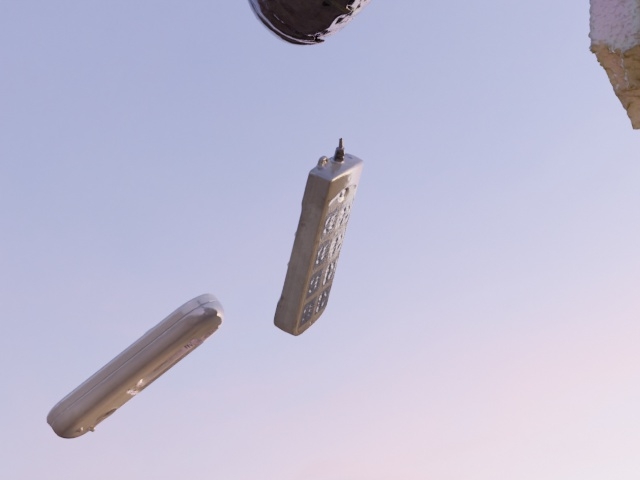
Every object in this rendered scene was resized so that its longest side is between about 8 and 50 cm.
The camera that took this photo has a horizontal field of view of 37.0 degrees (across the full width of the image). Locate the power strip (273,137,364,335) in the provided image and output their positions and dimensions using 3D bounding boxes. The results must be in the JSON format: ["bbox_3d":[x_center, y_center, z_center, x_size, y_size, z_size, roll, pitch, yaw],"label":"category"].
[{"bbox_3d":[0.000,0.000,0.976,0.029,0.080,0.227,25,-60,21],"label":"power strip"}]

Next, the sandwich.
[{"bbox_3d":[0.258,-0.192,0.788,0.058,0.162,0.193,-13,-65,33],"label":"sandwich"}]

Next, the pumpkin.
[{"bbox_3d":[-0.013,-0.497,1.614,0.295,0.296,0.296,-5,-25,-2],"label":"pumpkin"}]

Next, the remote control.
[{"bbox_3d":[-0.192,0.135,1.012,0.221,0.042,0.078,-39,-12,-2],"label":"remote control"}]
